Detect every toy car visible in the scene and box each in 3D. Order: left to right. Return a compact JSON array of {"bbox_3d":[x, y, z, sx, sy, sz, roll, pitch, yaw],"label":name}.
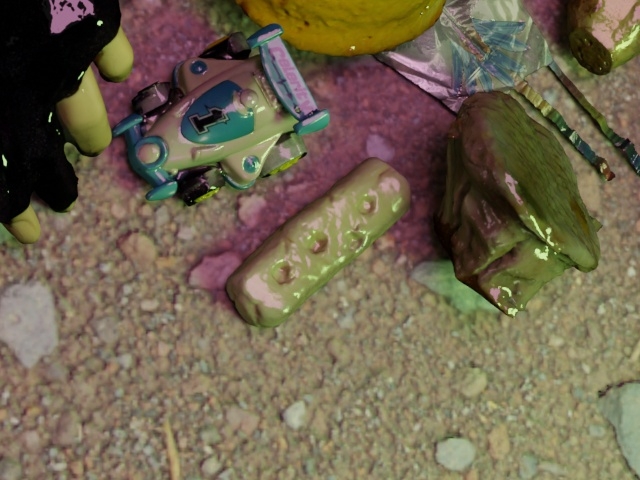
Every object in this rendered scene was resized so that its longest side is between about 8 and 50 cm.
[{"bbox_3d":[-0.085,-0.107,1.668,0.161,0.098,0.126,-26,86,-28],"label":"toy car"}]

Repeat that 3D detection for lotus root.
[{"bbox_3d":[0.308,-0.272,1.878,0.110,0.097,0.258,35,74,-4],"label":"lotus root"}]

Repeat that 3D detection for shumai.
[{"bbox_3d":[0.159,-0.028,1.744,0.201,0.120,0.201,45,24,-27],"label":"shumai"}]

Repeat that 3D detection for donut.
[{"bbox_3d":[0.010,-0.314,1.733,0.303,0.110,0.303,10,63,-20],"label":"donut"}]

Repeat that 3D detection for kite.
[{"bbox_3d":[0.170,-0.138,1.832,0.169,0.015,0.310,-41,94,-24],"label":"kite"}]

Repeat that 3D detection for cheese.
[{"bbox_3d":[0.000,0.000,1.710,0.194,0.043,0.065,-42,90,-24],"label":"cheese"}]

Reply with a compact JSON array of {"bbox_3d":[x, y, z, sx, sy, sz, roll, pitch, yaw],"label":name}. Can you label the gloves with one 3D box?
[{"bbox_3d":[-0.243,-0.145,1.564,0.152,0.197,0.301,-59,145,-59],"label":"gloves"}]
